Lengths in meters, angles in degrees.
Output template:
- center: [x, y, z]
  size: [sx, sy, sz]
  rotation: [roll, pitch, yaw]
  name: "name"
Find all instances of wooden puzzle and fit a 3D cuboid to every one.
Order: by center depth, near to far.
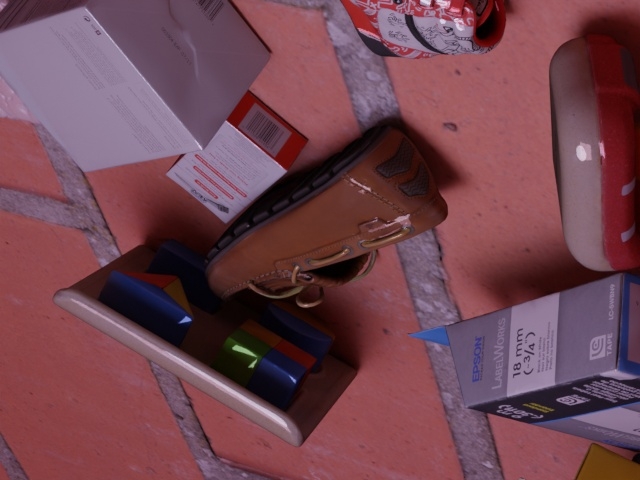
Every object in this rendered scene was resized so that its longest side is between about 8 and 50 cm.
- center: [-0.116, 0.098, 2.089]
  size: [0.322, 0.080, 0.348]
  rotation: [30, -168, 6]
  name: "wooden puzzle"

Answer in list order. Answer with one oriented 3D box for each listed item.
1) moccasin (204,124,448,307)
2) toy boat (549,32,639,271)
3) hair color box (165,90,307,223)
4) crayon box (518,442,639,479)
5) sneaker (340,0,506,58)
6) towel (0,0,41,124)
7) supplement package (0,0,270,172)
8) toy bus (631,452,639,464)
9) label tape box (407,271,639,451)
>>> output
- center: [0.002, -0.002, 1.935]
  size: [0.147, 0.139, 0.380]
  rotation: [50, 137, -10]
  name: "moccasin"
- center: [0.286, -0.077, 1.587]
  size: [0.151, 0.151, 0.231]
  rotation: [-5, 139, 5]
  name: "toy boat"
- center: [-0.094, -0.091, 1.963]
  size: [0.093, 0.053, 0.167]
  rotation: [39, 147, -9]
  name: "hair color box"
- center: [0.355, 0.337, 1.897]
  size: [0.323, 0.083, 0.203]
  rotation: [25, 147, 10]
  name: "crayon box"
- center: [0.062, -0.247, 1.542]
  size: [0.145, 0.090, 0.270]
  rotation: [5, 156, 36]
  name: "sneaker"
- center: [-0.449, -0.265, 1.974]
  size: [0.331, 0.053, 0.317]
  rotation: [12, 141, 32]
  name: "towel"
- center: [-0.204, -0.197, 1.827]
  size: [0.203, 0.149, 0.194]
  rotation: [-7, 130, 47]
  name: "supplement package"
- center: [0.430, 0.270, 1.925]
  size: [0.130, 0.108, 0.333]
  rotation: [33, 148, -2]
  name: "toy bus"
- center: [0.276, 0.138, 1.795]
  size: [0.240, 0.106, 0.333]
  rotation: [17, 158, -30]
  name: "label tape box"
